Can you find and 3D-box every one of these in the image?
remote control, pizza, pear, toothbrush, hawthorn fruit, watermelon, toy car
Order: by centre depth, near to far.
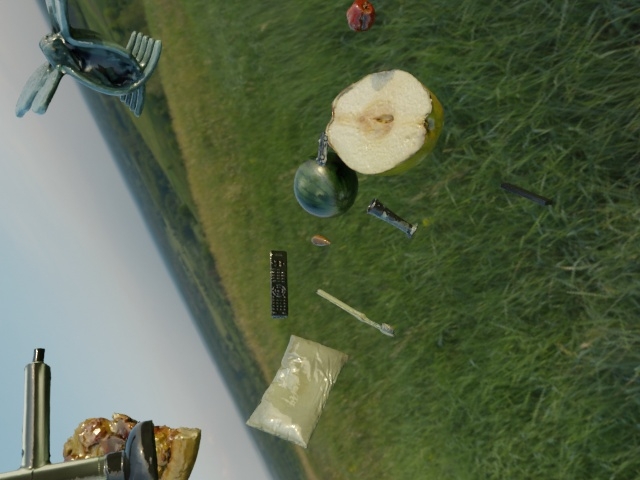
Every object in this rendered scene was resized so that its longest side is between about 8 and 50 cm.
[{"bbox_3d":[-0.445,0.509,1.228,0.278,0.408,0.114,63,-179,13],"label":"pizza"},{"bbox_3d":[0.008,-0.249,1.522,0.041,0.025,0.093,-174,93,-71],"label":"toy car"},{"bbox_3d":[0.119,-0.656,1.627,0.093,0.093,0.093,56,163,27],"label":"hawthorn fruit"},{"bbox_3d":[0.104,0.220,1.721,0.294,0.026,0.028,25,130,28],"label":"toothbrush"},{"bbox_3d":[0.223,-0.357,1.802,0.386,0.341,0.191,17,-179,39],"label":"pear"},{"bbox_3d":[-0.143,0.148,1.927,0.025,0.063,0.245,113,157,-62],"label":"remote control"},{"bbox_3d":[0.019,-0.200,2.018,0.242,0.242,0.242,56,163,27],"label":"watermelon"}]

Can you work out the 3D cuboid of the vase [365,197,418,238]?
[{"bbox_3d":[0.230,-0.071,1.791,0.167,0.059,0.059,31,167,-8],"label":"vase"}]

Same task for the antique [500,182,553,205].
[{"bbox_3d":[0.582,-0.132,1.587,0.192,0.031,0.015,-134,44,-61],"label":"antique"}]

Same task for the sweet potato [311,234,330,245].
[{"bbox_3d":[0.000,0.000,1.760,0.095,0.034,0.034,6,124,50],"label":"sweet potato"}]

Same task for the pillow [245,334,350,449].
[{"bbox_3d":[-0.045,0.314,1.182,0.148,0.230,0.050,8,140,27],"label":"pillow"}]

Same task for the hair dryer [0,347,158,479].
[{"bbox_3d":[-0.442,0.334,0.996,0.156,0.320,0.284,136,136,-69],"label":"hair dryer"}]

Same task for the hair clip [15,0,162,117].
[{"bbox_3d":[-0.534,-0.426,1.295,0.318,0.238,0.392,36,112,51],"label":"hair clip"}]
